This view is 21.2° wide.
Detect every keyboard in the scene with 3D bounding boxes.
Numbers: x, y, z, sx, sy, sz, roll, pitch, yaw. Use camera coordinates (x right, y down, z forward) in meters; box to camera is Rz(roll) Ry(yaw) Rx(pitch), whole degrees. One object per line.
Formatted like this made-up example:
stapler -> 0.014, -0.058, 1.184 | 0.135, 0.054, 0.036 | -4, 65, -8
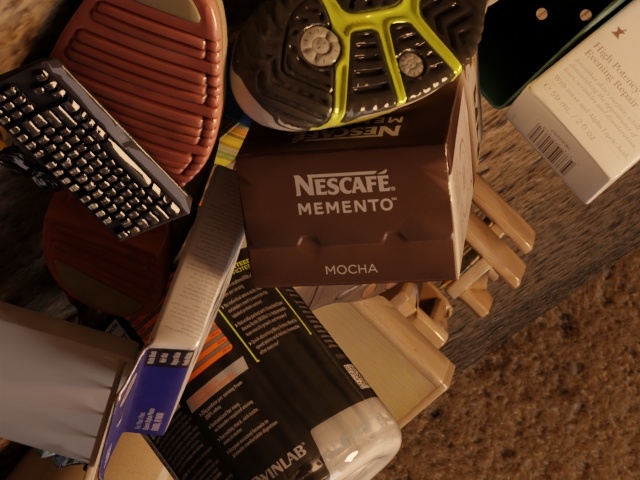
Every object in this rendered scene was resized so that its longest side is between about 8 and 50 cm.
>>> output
keyboard -> -0.188, -0.061, 1.278 | 0.108, 0.023, 0.180 | -17, 134, 29

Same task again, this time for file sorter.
file sorter -> -0.296, 0.194, 1.569 | 0.278, 0.192, 0.173 | 116, -10, -59

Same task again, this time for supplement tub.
supplement tub -> -0.095, 0.123, 1.663 | 0.207, 0.338, 0.207 | -35, 166, -10

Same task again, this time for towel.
towel -> -0.022, -0.156, 1.628 | 0.237, 0.021, 0.102 | -41, 171, 8

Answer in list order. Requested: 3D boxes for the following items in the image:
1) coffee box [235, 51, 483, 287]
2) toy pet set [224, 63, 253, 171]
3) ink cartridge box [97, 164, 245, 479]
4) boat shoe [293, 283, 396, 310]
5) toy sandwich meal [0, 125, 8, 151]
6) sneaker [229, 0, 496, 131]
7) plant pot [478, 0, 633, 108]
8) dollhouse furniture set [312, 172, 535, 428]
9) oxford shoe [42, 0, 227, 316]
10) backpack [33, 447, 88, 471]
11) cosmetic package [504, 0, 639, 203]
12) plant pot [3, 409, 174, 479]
coffee box -> 0.042, -0.080, 1.426 | 0.168, 0.119, 0.297 | -2, -155, 10
toy pet set -> -0.074, -0.088, 1.514 | 0.114, 0.122, 0.065 | -64, -168, 0
ink cartridge box -> -0.120, 0.080, 1.436 | 0.223, 0.045, 0.224 | 115, -3, -64
boat shoe -> 0.000, 0.000, 1.938 | 0.355, 0.130, 0.132 | -20, 154, -35
toy sandwich meal -> -0.270, -0.058, 1.310 | 0.085, 0.029, 0.085 | -35, 165, -11
sneaker -> 0.059, -0.186, 1.390 | 0.384, 0.145, 0.147 | -39, -177, -38
plant pot -> 0.208, -0.244, 1.638 | 0.165, 0.165, 0.234 | -43, 170, 21
dollhouse furniture set -> 0.052, 0.076, 2.253 | 0.362, 0.256, 0.394 | -43, -174, 22
oxford shoe -> -0.141, -0.104, 1.364 | 0.397, 0.140, 0.146 | 114, 0, -52
backpack -> -0.278, 0.184, 1.889 | 0.084, 0.105, 0.114 | 3, 131, -38
cosmetic package -> 0.292, -0.150, 1.548 | 0.231, 0.117, 0.085 | -40, 175, -18
plant pot -> -0.247, 0.290, 2.069 | 0.274, 0.256, 0.256 | -61, 158, 18
